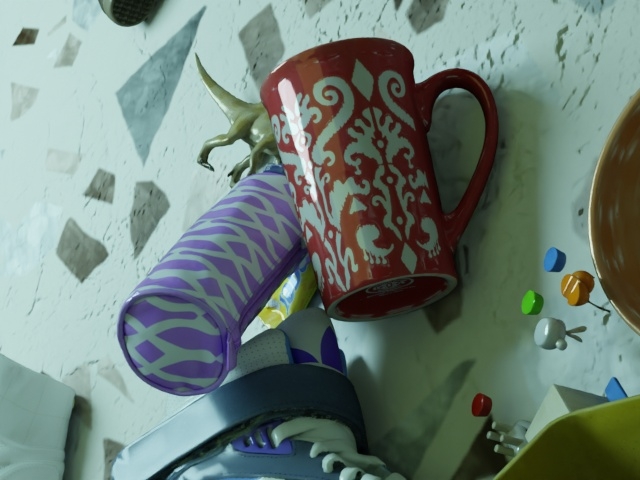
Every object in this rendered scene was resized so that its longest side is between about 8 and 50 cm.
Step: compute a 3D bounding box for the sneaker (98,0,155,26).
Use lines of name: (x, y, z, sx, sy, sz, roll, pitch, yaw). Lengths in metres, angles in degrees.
sneaker: (-0.165, -0.300, 1.240, 0.188, 0.066, 0.071, -57, 42, 13)

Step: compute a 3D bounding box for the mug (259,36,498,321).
mug: (0.043, -0.045, 0.880, 0.150, 0.113, 0.169, -26, 66, 32)

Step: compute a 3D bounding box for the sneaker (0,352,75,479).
sneaker: (-0.365, 0.158, 1.142, 0.108, 0.292, 0.169, 134, 147, -68)

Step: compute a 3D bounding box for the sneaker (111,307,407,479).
sneaker: (0.009, 0.142, 0.837, 0.322, 0.130, 0.236, -14, 59, 37)

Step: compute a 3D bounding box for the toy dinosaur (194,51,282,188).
toy dinosaur: (-0.056, -0.088, 1.066, 0.183, 0.053, 0.093, 28, 81, 41)

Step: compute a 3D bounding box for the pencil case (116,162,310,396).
pencil case: (-0.060, 0.026, 0.892, 0.088, 0.206, 0.086, 12, 121, 17)

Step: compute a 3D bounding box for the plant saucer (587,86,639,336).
plant saucer: (0.242, -0.025, 0.719, 0.200, 0.037, 0.200, -19, 62, 41)

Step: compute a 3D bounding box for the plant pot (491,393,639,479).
plant pot: (0.182, 0.182, 0.563, 0.212, 0.212, 0.187, -21, 96, 40)

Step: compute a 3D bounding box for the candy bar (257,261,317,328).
candy bar: (0.000, 0.000, 0.984, 0.040, 0.018, 0.161, 40, 106, 47)

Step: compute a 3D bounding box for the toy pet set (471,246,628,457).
toy pet set: (0.154, 0.088, 0.758, 0.114, 0.065, 0.122, -109, 38, -60)
